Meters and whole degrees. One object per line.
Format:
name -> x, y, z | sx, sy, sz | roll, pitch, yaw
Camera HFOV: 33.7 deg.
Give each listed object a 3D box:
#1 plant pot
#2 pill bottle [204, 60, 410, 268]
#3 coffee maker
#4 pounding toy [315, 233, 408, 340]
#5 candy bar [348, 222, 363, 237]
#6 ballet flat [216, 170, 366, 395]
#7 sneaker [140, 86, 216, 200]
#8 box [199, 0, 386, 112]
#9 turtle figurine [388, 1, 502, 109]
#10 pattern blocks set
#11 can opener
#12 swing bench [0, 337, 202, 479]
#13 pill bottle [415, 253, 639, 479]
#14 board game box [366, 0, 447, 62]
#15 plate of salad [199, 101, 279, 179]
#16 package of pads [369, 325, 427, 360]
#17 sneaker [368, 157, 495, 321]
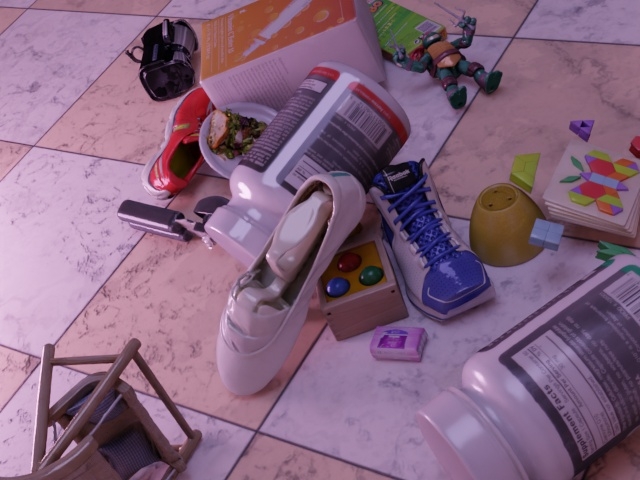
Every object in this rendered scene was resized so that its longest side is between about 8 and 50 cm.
plant pot -> 0.300, -0.038, 1.732 | 0.134, 0.095, 0.134 | -14, 42, 12
pill bottle -> -0.026, -0.114, 1.832 | 0.210, 0.210, 0.363 | 28, 76, 42
coffee maker -> -0.365, -0.405, 2.439 | 0.171, 0.120, 0.178 | -34, 35, 25
pounding toy -> 0.019, 0.069, 1.757 | 0.206, 0.094, 0.181 | -20, 41, 5
candy bar -> 0.000, 0.000, 1.897 | 0.162, 0.018, 0.040 | -22, 41, 4
ballet flat -> -0.070, 0.059, 1.656 | 0.139, 0.139, 0.400 | 35, 96, 45
sneaker -> -0.257, -0.200, 2.146 | 0.118, 0.107, 0.279 | -16, 46, 48
box -> -0.060, -0.392, 2.197 | 0.346, 0.168, 0.215 | -20, 43, 13
turtle figurine -> 0.247, -0.365, 2.086 | 0.175, 0.118, 0.234 | -38, 56, 7
pattern blocks set -> 0.447, -0.088, 1.693 | 0.286, 0.026, 0.324 | 9, 46, 5
can opener -> -0.267, -0.041, 2.023 | 0.281, 0.074, 0.093 | 8, 67, 35
swing bench -> -0.319, 0.319, 1.538 | 0.165, 0.253, 0.254 | -6, 45, 21
pill bottle -> 0.319, 0.194, 1.400 | 0.361, 0.204, 0.204 | -33, 42, -10
board game box -> 0.146, -0.459, 2.292 | 0.124, 0.039, 0.259 | -37, 45, -13
plate of salad -> -0.139, -0.200, 2.089 | 0.200, 0.048, 0.199 | 6, 58, -9
package of pads -> 0.123, 0.161, 1.658 | 0.083, 0.032, 0.050 | 0, 46, 26
sneaker -> 0.154, -0.024, 1.724 | 0.128, 0.182, 0.315 | -27, 41, -1
